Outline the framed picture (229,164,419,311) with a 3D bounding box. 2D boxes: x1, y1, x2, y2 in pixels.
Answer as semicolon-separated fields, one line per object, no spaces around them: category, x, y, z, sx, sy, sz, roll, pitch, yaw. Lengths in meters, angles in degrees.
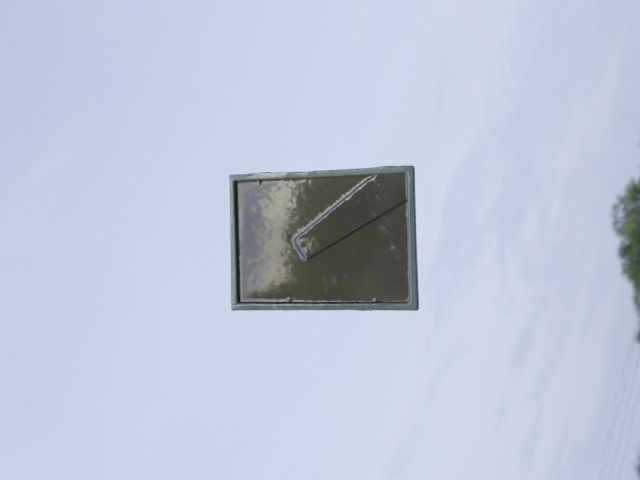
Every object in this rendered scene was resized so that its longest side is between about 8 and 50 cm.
framed picture;0.000;0.000;1.042;0.016;0.250;0.184;-1;-91;-74
